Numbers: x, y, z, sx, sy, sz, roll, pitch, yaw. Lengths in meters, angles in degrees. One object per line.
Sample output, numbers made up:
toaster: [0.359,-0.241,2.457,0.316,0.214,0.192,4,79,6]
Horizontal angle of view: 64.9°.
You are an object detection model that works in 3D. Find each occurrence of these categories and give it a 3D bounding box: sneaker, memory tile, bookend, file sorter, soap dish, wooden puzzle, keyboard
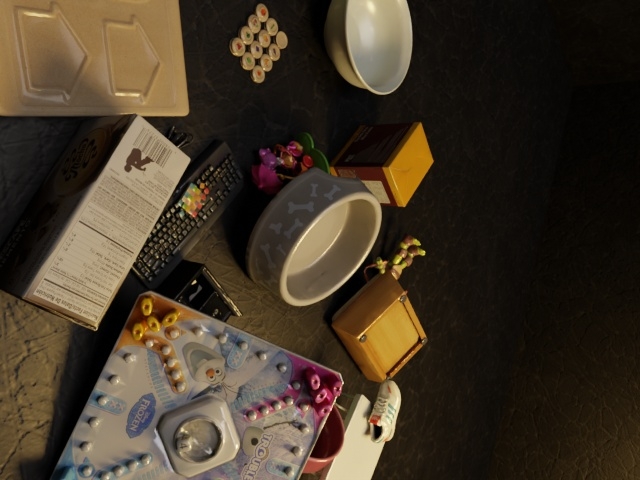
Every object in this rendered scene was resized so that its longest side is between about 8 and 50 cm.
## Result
sneaker: [0.158,0.434,1.272,0.075,0.057,0.162,8,90,-56]
memory tile: [-0.131,-0.428,1.093,0.113,0.012,0.148,49,58,-43]
bookend: [-0.256,0.149,0.980,0.157,0.072,0.156,-53,133,-31]
file sorter: [0.027,0.545,1.307,0.193,0.173,0.278,52,57,-40]
soap dish: [0.180,0.259,1.447,0.229,0.118,0.291,-41,130,-14]
wooden puzzle: [-0.246,-0.078,0.966,0.049,0.006,0.083,49,60,-50]
keyboard: [-0.273,-0.082,0.959,0.317,0.033,0.202,-56,134,-30]
wooden puzzle: [-0.363,-0.356,0.776,0.347,0.080,0.323,-19,110,-53]

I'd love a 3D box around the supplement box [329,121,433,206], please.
supplement box: [0.162,-0.204,1.341,0.191,0.194,0.129,-54,133,-31]

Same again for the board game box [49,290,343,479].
board game box: [-0.205,0.338,0.851,0.389,0.050,0.390,26,87,-11]

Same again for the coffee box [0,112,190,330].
coffee box: [-0.350,-0.035,0.763,0.119,0.168,0.297,42,64,-45]

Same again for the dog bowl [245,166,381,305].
dog bowl: [0.000,0.000,1.141,0.348,0.102,0.349,-34,147,-26]

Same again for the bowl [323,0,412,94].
bowl: [0.102,-0.518,1.268,0.297,0.134,0.298,-11,105,-50]

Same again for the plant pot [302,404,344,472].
plant pot: [-0.077,0.434,1.107,0.201,0.201,0.180,-1,137,-51]

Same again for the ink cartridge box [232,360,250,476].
ink cartridge box: [-0.185,0.342,0.993,0.117,0.201,0.279,3,93,-50]

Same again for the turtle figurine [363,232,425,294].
turtle figurine: [0.231,0.098,1.554,0.217,0.087,0.269,-50,129,-10]

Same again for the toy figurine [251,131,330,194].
toy figurine: [-0.084,-0.165,1.130,0.159,0.130,0.173,-6,78,-41]
